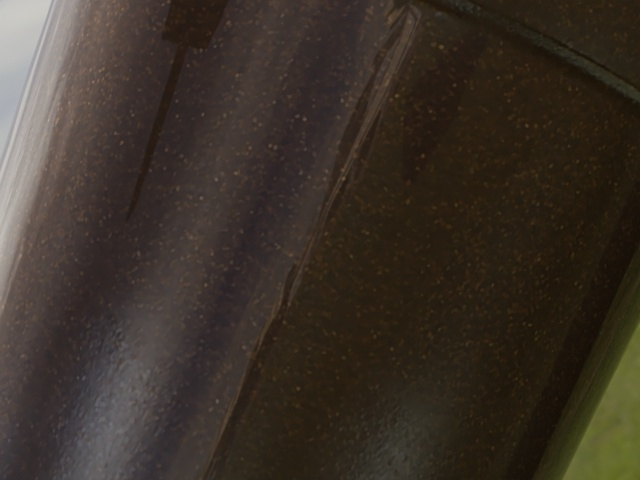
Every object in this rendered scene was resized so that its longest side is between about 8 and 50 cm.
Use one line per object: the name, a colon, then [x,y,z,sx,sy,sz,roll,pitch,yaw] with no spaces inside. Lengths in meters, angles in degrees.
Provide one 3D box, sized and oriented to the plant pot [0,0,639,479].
plant pot: [0.000,0.000,0.407,0.167,0.167,0.165,151,140,-83]
